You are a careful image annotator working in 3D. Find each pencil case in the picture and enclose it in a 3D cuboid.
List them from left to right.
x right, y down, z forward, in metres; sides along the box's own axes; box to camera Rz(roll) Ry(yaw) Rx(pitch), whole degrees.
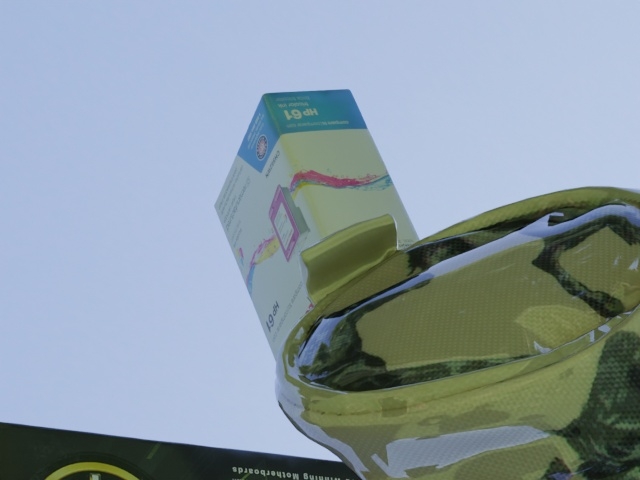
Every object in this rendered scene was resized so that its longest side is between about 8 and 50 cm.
[{"bbox_3d":[0.137,0.167,0.744,0.160,0.410,0.183,-40,-160,-31],"label":"pencil case"}]

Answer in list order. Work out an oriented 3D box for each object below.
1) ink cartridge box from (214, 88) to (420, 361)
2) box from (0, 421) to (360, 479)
[{"bbox_3d":[0.000,0.000,0.967,0.122,0.052,0.088,65,-34,33],"label":"ink cartridge box"},{"bbox_3d":[-0.025,0.283,1.156,0.097,0.395,0.318,-44,-138,50],"label":"box"}]
